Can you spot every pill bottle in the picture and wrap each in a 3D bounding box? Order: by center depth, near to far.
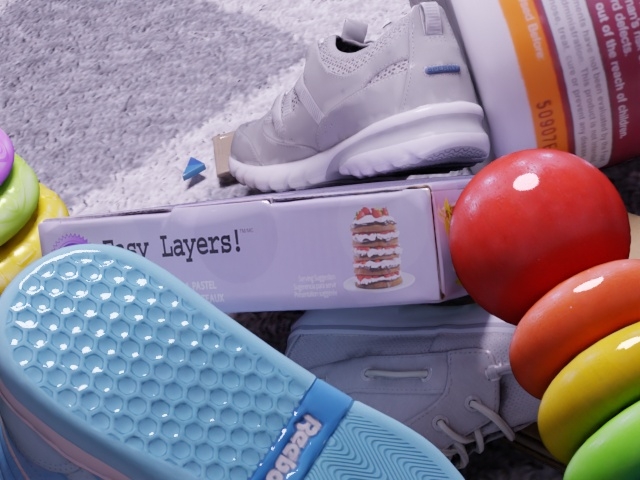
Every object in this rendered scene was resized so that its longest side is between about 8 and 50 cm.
[{"bbox_3d":[0.271,-0.190,1.048,0.392,0.224,0.224,-18,34,-2],"label":"pill bottle"}]

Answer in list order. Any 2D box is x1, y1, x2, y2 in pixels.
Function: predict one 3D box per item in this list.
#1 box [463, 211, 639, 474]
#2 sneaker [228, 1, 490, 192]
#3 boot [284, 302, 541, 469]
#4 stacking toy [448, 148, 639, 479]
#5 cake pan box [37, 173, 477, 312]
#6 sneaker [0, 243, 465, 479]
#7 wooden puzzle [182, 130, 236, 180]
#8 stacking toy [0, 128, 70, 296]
[{"bbox_3d":[0.168,0.055,0.928,0.201,0.021,0.164,-38,39,-27],"label":"box"},{"bbox_3d":[0.025,-0.096,1.053,0.105,0.115,0.281,-3,-2,-32],"label":"sneaker"},{"bbox_3d":[0.077,0.102,0.831,0.258,0.095,0.123,-3,56,40],"label":"boot"},{"bbox_3d":[0.160,0.089,0.677,0.141,0.141,0.330,-22,59,-7],"label":"stacking toy"},{"bbox_3d":[0.000,0.000,0.912,0.267,0.070,0.246,-4,1,27],"label":"cake pan box"},{"bbox_3d":[-0.044,0.151,0.794,0.319,0.208,0.127,41,59,6],"label":"sneaker"},{"bbox_3d":[-0.051,-0.074,1.211,0.116,0.014,0.078,-11,30,8],"label":"wooden puzzle"},{"bbox_3d":[-0.232,-0.016,0.950,0.166,0.302,0.175,-6,37,15],"label":"stacking toy"}]
